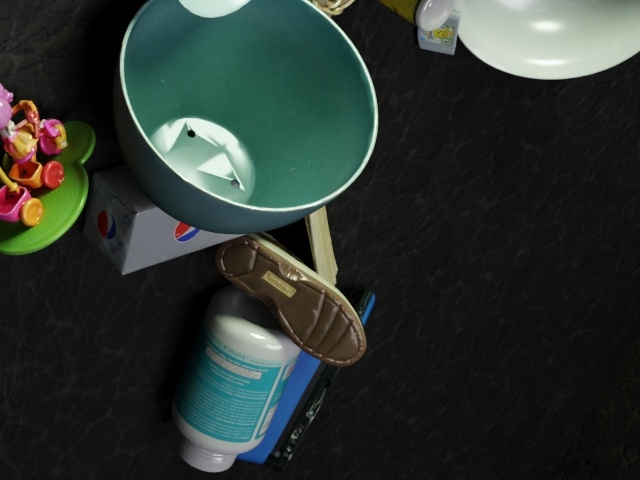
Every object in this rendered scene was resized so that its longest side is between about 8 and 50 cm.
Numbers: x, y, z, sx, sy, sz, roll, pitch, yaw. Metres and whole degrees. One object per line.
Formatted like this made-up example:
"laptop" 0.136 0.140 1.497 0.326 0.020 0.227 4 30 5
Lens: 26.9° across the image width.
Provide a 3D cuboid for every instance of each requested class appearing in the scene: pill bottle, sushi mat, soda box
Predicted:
"pill bottle" -0.126 0.204 1.918 0.146 0.146 0.264 -10 132 -48
"pill bottle" 0.108 -0.316 1.681 0.065 0.116 0.065 -33 146 -26
"sushi mat" 0.000 0.000 1.888 0.019 0.151 0.316 -1 143 6
"soda box" -0.149 -0.055 1.655 0.286 0.091 0.098 -20 140 -41

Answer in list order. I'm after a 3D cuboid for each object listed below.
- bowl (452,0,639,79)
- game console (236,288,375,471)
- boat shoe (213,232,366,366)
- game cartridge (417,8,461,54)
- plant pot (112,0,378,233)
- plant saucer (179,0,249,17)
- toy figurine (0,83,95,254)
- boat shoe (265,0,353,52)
"bowl" 0.326 -0.367 1.840 0.298 0.134 0.298 2 143 2
"game console" -0.062 0.199 2.117 0.293 0.173 0.250 -61 179 20
"boat shoe" -0.036 0.064 1.821 0.095 0.095 0.257 -41 108 11
"game cartridge" 0.162 -0.290 1.843 0.083 0.056 0.017 92 16 -57
"plant pot" -0.108 -0.123 1.496 0.290 0.290 0.195 -28 170 -33
"plant saucer" -0.104 -0.331 1.395 0.195 0.037 0.195 -38 142 -37
"toy figurine" -0.324 -0.098 1.378 0.173 0.130 0.159 -63 145 -22
"boat shoe" -0.016 -0.306 1.534 0.122 0.110 0.341 -26 142 -35
